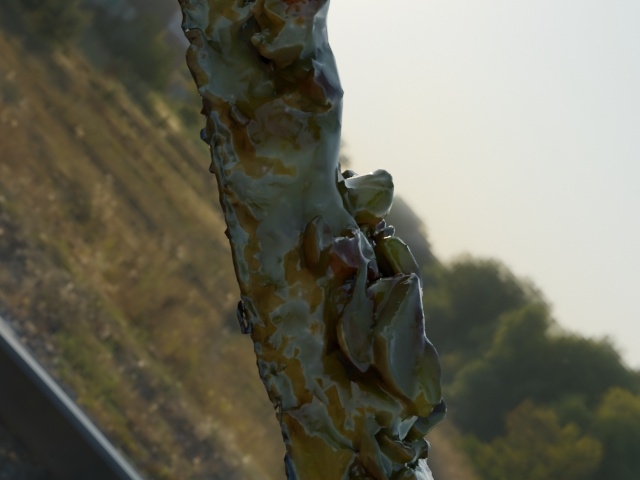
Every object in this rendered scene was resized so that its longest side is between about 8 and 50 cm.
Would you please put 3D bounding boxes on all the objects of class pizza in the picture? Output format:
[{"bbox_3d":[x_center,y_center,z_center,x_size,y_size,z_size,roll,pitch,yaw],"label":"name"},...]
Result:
[{"bbox_3d":[0.000,0.000,0.665,0.251,0.074,0.287,80,-3,-87],"label":"pizza"}]
